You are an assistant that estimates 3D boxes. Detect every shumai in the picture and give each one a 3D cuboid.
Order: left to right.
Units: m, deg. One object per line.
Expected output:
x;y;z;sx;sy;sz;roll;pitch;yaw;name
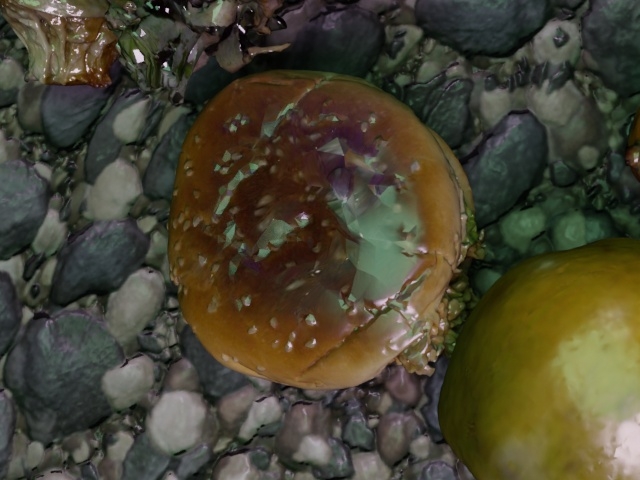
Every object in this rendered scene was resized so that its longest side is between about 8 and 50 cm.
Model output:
-0.231;-0.195;0.970;0.146;0.145;0.116;24;118;21;shumai

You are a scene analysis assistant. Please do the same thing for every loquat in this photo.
0.204;0.091;0.697;0.246;0.213;0.213;-40;67;6;loquat

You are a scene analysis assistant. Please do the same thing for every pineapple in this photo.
-0.061;-0.233;0.824;0.262;0.262;0.271;29;67;21;pineapple

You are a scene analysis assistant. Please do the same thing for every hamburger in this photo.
0.000;0.000;0.827;0.243;0.146;0.286;-39;68;8;hamburger

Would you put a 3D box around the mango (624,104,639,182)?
0.390;-0.069;0.729;0.359;0.144;0.187;0;42;11;mango
